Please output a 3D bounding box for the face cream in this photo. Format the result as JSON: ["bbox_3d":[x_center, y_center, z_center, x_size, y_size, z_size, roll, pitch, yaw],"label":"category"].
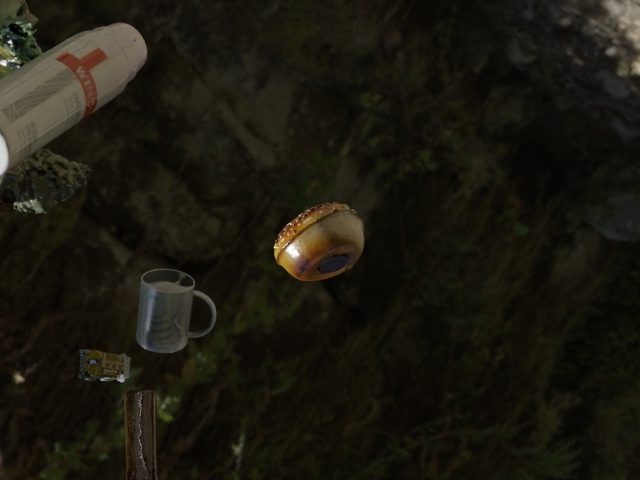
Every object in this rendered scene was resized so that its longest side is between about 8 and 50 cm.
[{"bbox_3d":[-0.340,-0.200,1.256,0.101,0.345,0.102,14,126,19],"label":"face cream"}]

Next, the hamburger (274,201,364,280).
[{"bbox_3d":[-0.003,0.003,2.244,0.147,0.236,0.237,64,-170,26],"label":"hamburger"}]

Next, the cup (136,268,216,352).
[{"bbox_3d":[-0.273,0.135,1.762,0.136,0.133,0.099,21,-156,25],"label":"cup"}]

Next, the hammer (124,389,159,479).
[{"bbox_3d":[-0.337,0.435,1.823,0.409,0.242,0.095,-107,8,-56],"label":"hammer"}]

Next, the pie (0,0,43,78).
[{"bbox_3d":[-0.490,-0.309,1.354,0.296,0.078,0.371,32,165,16],"label":"pie"}]

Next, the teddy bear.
[{"bbox_3d":[-0.702,-0.120,2.121,0.367,0.225,0.357,5,175,-23],"label":"teddy bear"}]

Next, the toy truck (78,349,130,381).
[{"bbox_3d":[-0.377,0.220,1.672,0.062,0.052,0.123,-4,168,17],"label":"toy truck"}]

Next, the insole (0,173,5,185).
[{"bbox_3d":[-0.550,-0.041,1.537,0.065,0.194,0.006,0,156,32],"label":"insole"}]
